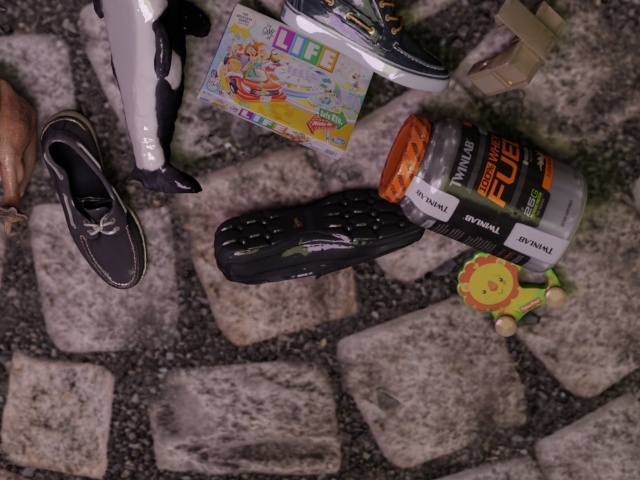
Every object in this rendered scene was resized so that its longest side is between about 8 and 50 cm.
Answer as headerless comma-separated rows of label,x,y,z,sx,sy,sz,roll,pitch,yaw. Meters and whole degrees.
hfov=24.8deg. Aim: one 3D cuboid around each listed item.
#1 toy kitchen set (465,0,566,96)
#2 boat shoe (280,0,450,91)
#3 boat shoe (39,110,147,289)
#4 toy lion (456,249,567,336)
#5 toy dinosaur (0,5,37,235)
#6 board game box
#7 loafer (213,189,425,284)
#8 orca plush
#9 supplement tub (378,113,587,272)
toy kitchen set,0.184,-0.202,1.455,0.068,0.075,0.083,40,69,-18
boat shoe,0.058,-0.216,1.431,0.183,0.065,0.083,25,113,-9
boat shoe,-0.239,-0.031,1.516,0.075,0.065,0.206,-16,113,8
toy lion,0.201,0.047,1.566,0.100,0.034,0.096,-31,102,13
toy dinosaur,-0.348,-0.137,1.447,0.127,0.200,0.296,-9,140,27
board game box,-0.033,-0.157,1.445,0.154,0.026,0.103,23,68,-9
loafer,0.000,0.000,1.530,0.223,0.076,0.078,-9,144,0
orca plush,-0.142,-0.185,1.431,0.102,0.151,0.287,-21,113,-24
supplement tub,0.162,-0.051,1.474,0.190,0.117,0.117,21,112,-9
